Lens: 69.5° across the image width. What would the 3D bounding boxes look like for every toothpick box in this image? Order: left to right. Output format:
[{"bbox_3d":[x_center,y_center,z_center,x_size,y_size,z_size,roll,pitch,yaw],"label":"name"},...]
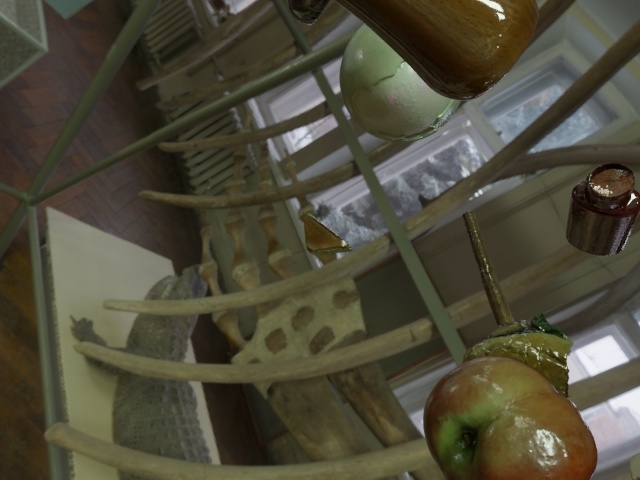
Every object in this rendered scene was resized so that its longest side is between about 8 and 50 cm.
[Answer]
[{"bbox_3d":[0.097,-0.297,0.537,0.294,0.192,0.192,27,22,-16],"label":"toothpick box"}]

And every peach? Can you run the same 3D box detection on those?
[{"bbox_3d":[0.303,0.315,0.752,0.252,0.252,0.252,57,11,-18],"label":"peach"}]

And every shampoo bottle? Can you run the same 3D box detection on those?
[{"bbox_3d":[0.476,-0.046,0.781,0.102,0.064,0.260,22,-9,30],"label":"shampoo bottle"}]

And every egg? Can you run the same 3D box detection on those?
[{"bbox_3d":[0.176,-0.351,1.001,0.278,0.278,0.336,58,27,-14],"label":"egg"}]

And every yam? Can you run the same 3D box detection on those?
[{"bbox_3d":[0.424,0.065,1.188,0.045,0.045,0.327,9,55,-25],"label":"yam"}]

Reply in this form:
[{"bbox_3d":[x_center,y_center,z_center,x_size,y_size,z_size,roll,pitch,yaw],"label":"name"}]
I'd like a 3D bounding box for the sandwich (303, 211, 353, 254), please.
[{"bbox_3d":[0.000,0.000,0.622,0.083,0.044,0.031,36,-1,25],"label":"sandwich"}]

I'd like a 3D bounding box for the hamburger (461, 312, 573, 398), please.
[{"bbox_3d":[0.400,0.301,0.972,0.132,0.211,0.309,-47,141,-60],"label":"hamburger"}]

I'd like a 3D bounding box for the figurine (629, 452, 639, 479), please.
[{"bbox_3d":[0.861,0.505,1.059,0.361,0.266,0.377,50,36,-8],"label":"figurine"}]
